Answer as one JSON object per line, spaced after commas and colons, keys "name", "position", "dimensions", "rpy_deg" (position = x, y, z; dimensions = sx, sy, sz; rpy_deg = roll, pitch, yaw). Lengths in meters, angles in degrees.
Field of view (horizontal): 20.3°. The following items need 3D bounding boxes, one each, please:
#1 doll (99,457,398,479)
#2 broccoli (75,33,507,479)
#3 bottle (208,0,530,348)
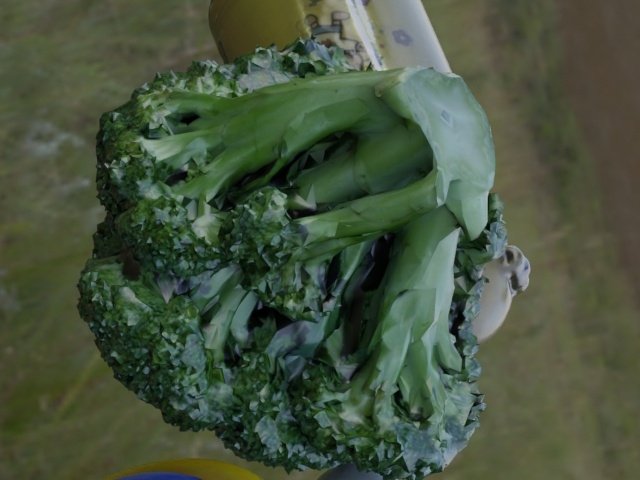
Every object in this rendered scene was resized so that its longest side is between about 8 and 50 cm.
{"name": "doll", "position": [-0.053, 0.213, 1.027], "dimensions": [0.311, 0.160, 0.242], "rpy_deg": [-37, 132, -26]}
{"name": "broccoli", "position": [0.000, 0.000, 1.088], "dimensions": [0.308, 0.275, 0.307], "rpy_deg": [20, 58, -35]}
{"name": "bottle", "position": [0.039, -0.064, 1.390], "dimensions": [0.171, 0.172, 0.351], "rpy_deg": [41, 26, -59]}
